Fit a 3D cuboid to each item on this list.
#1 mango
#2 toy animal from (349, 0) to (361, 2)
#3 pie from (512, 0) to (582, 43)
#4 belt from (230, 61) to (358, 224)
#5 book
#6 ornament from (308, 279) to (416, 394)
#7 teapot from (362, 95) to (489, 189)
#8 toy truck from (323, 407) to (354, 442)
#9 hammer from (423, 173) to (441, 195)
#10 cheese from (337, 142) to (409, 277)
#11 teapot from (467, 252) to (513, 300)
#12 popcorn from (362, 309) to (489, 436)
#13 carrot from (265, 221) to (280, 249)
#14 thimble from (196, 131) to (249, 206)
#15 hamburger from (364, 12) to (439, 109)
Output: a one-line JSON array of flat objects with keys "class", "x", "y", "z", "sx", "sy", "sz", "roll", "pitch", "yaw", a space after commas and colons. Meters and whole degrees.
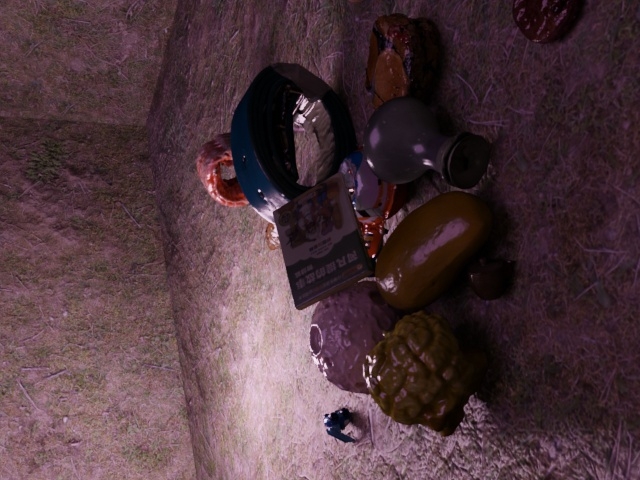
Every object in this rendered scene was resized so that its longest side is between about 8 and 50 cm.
[{"class": "mango", "x": 0.219, "y": 0.013, "z": 1.420, "sx": 0.331, "sy": 0.142, "sz": 0.195, "roll": -53, "pitch": 25, "yaw": 39}, {"class": "toy animal", "x": 0.096, "y": -0.657, "z": 1.670, "sx": 0.198, "sy": 0.171, "sz": 0.171, "roll": -8, "pitch": 82, "yaw": 58}, {"class": "pie", "x": 0.383, "y": -0.405, "z": 1.201, "sx": 0.153, "sy": 0.038, "sz": 0.153, "roll": -177, "pitch": 90, "yaw": -67}, {"class": "belt", "x": -0.069, "y": -0.247, "z": 1.845, "sx": 0.173, "sy": 0.300, "sz": 0.436, "roll": -40, "pitch": 52, "yaw": 56}, {"class": "book", "x": 0.000, "y": 0.000, "z": 1.597, "sx": 0.202, "sy": 0.027, "sz": 0.264, "roll": -29, "pitch": 58, "yaw": 23}, {"class": "ornament", "x": 0.090, "y": 0.215, "z": 1.592, "sx": 0.259, "sy": 0.225, "sz": 0.259, "roll": -1, "pitch": 88, "yaw": 64}, {"class": "teapot", "x": 0.209, "y": -0.184, "z": 1.425, "sx": 0.251, "sy": 0.184, "sz": 0.183, "roll": 29, "pitch": 117, "yaw": 50}, {"class": "toy truck", "x": 0.052, "y": 0.488, "z": 1.861, "sx": 0.056, "sy": 0.073, "sz": 0.090, "roll": -37, "pitch": 71, "yaw": 60}, {"class": "hammer", "x": 0.234, "y": -0.132, "z": 1.539, "sx": 0.110, "sy": 0.019, "sz": 0.035, "roll": 58, "pitch": 140, "yaw": 40}, {"class": "cheese", "x": 0.119, "y": -0.080, "z": 1.645, "sx": 0.217, "sy": 0.129, "sz": 0.329, "roll": -170, "pitch": 81, "yaw": -66}, {"class": "teapot", "x": 0.317, "y": 0.058, "z": 1.330, "sx": 0.110, "sy": 0.085, "sz": 0.080, "roll": -78, "pitch": -27, "yaw": -70}, {"class": "popcorn", "x": 0.207, "y": 0.268, "z": 1.378, "sx": 0.237, "sy": 0.206, "sz": 0.251, "roll": -33, "pitch": 102, "yaw": 35}, {"class": "carrot", "x": -0.125, "y": -0.039, "z": 2.226, "sx": 0.263, "sy": 0.102, "sz": 0.101, "roll": 119, "pitch": 143, "yaw": -55}, {"class": "thimble", "x": -0.294, "y": -0.241, "z": 2.411, "sx": 0.162, "sy": 0.239, "sz": 0.239, "roll": -123, "pitch": 41, "yaw": -50}, {"class": "hamburger", "x": 0.175, "y": -0.380, "z": 1.560, "sx": 0.231, "sy": 0.107, "sz": 0.230, "roll": 18, "pitch": 110, "yaw": 62}]
